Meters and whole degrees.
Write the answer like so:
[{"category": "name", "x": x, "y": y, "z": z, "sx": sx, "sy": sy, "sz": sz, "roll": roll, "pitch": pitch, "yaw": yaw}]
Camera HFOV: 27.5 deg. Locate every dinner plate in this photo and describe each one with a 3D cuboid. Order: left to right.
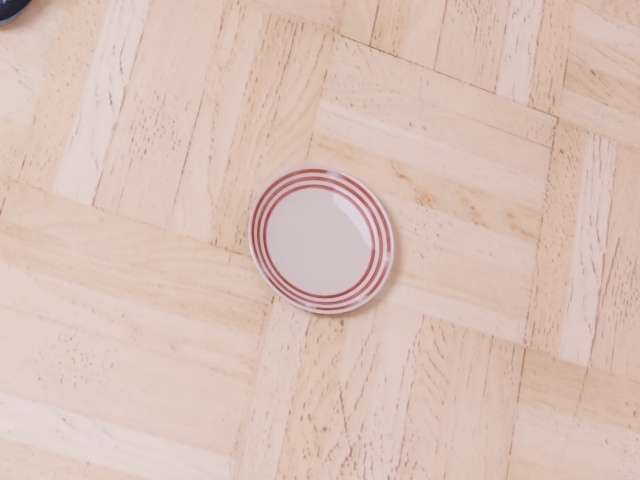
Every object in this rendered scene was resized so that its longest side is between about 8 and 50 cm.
[{"category": "dinner plate", "x": 0.000, "y": 0.000, "z": 1.191, "sx": 0.141, "sy": 0.017, "sz": 0.141, "roll": 7, "pitch": 69, "yaw": -19}]

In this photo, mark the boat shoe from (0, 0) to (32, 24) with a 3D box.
[{"category": "boat shoe", "x": -0.260, "y": -0.314, "z": 1.153, "sx": 0.109, "sy": 0.089, "sz": 0.258, "roll": 20, "pitch": 67, "yaw": -14}]
